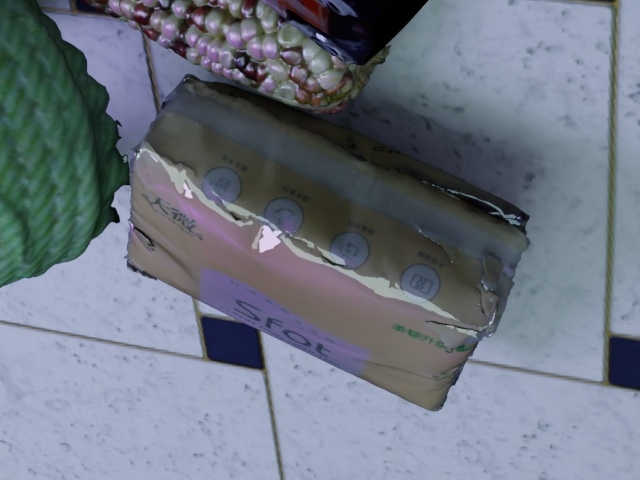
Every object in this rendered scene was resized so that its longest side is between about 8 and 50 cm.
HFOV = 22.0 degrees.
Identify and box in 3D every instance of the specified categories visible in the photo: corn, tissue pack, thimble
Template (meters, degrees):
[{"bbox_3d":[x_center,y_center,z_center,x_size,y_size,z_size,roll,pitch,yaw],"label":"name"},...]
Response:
[{"bbox_3d":[-0.087,-0.166,1.059,0.280,0.092,0.092,26,135,8],"label":"corn"},{"bbox_3d":[0.000,0.000,1.117,0.257,0.123,0.215,27,157,4],"label":"tissue pack"},{"bbox_3d":[-0.241,-0.073,1.122,0.219,0.150,0.219,36,138,41],"label":"thimble"}]

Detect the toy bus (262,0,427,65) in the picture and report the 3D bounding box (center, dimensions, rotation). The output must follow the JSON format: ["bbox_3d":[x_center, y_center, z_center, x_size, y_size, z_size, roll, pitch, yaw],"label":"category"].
[{"bbox_3d":[0.007,-0.184,0.856,0.147,0.303,0.127,37,91,3],"label":"toy bus"}]
